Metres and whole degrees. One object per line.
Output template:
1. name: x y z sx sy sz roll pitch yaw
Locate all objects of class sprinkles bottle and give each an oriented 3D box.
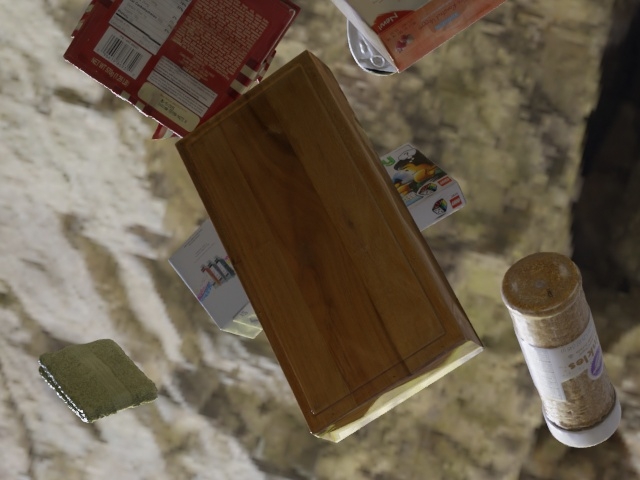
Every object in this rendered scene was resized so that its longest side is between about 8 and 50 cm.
1. sprinkles bottle: 0.371 0.173 2.098 0.355 0.121 0.121 64 -149 -43

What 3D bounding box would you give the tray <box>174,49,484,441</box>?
1. tray: 0.000 0.000 1.576 0.076 0.203 0.410 32 -153 -60

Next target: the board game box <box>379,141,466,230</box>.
1. board game box: 0.061 -0.037 2.224 0.053 0.305 0.193 65 171 -31

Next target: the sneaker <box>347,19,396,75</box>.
1. sneaker: 0.135 -0.457 2.234 0.236 0.130 0.322 -64 -19 -49

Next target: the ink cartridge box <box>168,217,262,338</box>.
1. ink cartridge box: -0.150 0.063 2.407 0.127 0.176 0.128 -44 -25 11

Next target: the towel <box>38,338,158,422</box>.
1. towel: -0.277 0.169 1.697 0.148 0.110 0.027 38 136 45

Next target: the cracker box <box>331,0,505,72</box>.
1. cracker box: 0.099 -0.315 1.647 0.067 0.156 0.232 56 179 -41

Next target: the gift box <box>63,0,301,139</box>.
1. gift box: -0.198 -0.271 1.844 0.276 0.255 0.258 -50 6 9
